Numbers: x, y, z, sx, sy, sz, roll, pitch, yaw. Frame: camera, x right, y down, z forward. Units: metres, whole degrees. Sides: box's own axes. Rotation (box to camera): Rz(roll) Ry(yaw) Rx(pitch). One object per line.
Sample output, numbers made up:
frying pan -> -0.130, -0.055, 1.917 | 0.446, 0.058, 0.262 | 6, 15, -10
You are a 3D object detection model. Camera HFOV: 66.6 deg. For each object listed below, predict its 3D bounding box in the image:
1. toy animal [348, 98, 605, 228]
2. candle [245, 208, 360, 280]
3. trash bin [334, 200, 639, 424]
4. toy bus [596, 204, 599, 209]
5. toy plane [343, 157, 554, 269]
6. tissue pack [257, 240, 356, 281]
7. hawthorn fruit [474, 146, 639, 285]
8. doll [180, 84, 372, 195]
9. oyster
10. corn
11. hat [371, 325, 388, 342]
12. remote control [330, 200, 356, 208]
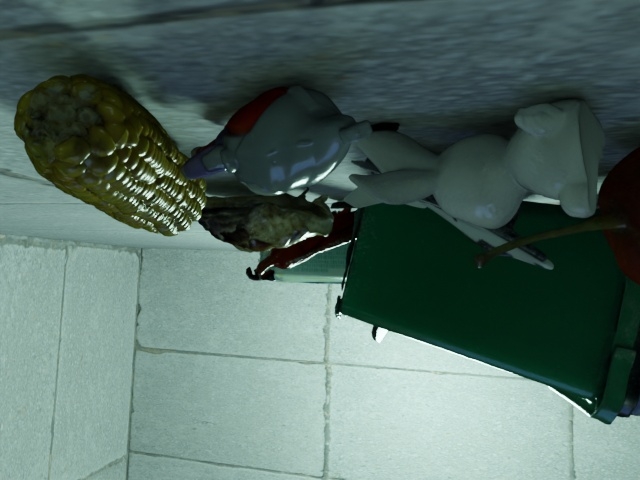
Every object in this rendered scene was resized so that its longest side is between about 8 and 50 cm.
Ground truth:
toy animal -> 0.129, -0.070, 0.411 | 0.182, 0.131, 0.127 | -12, 133, 43
candle -> 0.000, 0.000, 0.833 | 0.302, 0.059, 0.084 | -28, -146, -35
trash bin -> 0.235, 0.039, 0.659 | 0.381, 0.295, 0.259 | 13, 176, 12
toy bus -> 0.469, -0.025, 0.875 | 0.090, 0.063, 0.203 | 1, 177, 27
toy plane -> 0.131, -0.046, 0.504 | 0.234, 0.082, 0.160 | 21, -165, 29
tissue pack -> 0.030, 0.046, 1.427 | 0.388, 0.162, 0.287 | 3, 173, -16
hawthorn fruit -> 0.270, -0.011, 0.418 | 0.285, 0.165, 0.165 | -7, 175, 8
doll -> -0.038, -0.074, 0.373 | 0.102, 0.075, 0.227 | -32, -157, -30
oyster -> -0.121, -0.037, 0.796 | 0.275, 0.100, 0.271 | -2, -169, -1
corn -> -0.171, -0.067, 0.438 | 0.102, 0.102, 0.313 | 2, 172, -4
hat -> 0.321, 0.162, 1.523 | 0.257, 0.381, 0.366 | 15, -162, 9
remote control -> 0.062, -0.065, 0.860 | 0.091, 0.016, 0.034 | 0, -167, 31
